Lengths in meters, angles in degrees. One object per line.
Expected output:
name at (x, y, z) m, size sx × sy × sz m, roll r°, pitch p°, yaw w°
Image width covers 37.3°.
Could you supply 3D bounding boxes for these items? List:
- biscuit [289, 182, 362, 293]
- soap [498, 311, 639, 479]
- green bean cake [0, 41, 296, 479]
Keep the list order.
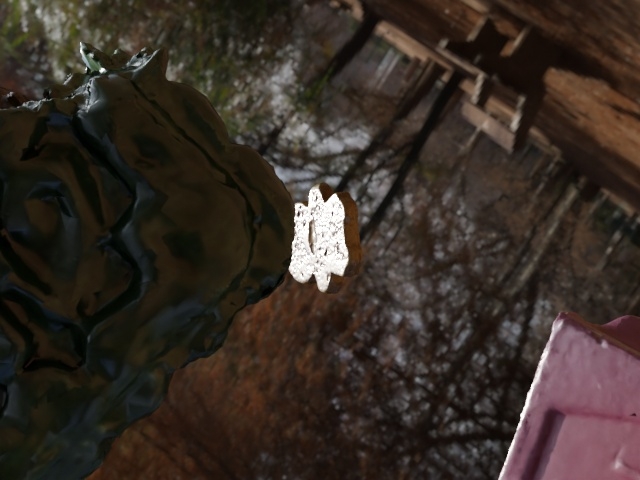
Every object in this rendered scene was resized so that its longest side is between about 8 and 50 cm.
biscuit at (0.000, 0.000, 1.427) m, size 0.036 × 0.166 × 0.225 m, roll -4°, pitch 173°, yaw -28°
soap at (0.306, 0.221, 0.690) m, size 0.128 × 0.233 × 0.359 m, roll 5°, pitch -163°, yaw -42°
green bean cake at (-0.206, -0.007, 0.562) m, size 0.308 × 0.300 × 0.169 m, roll 44°, pitch 173°, yaw -5°
